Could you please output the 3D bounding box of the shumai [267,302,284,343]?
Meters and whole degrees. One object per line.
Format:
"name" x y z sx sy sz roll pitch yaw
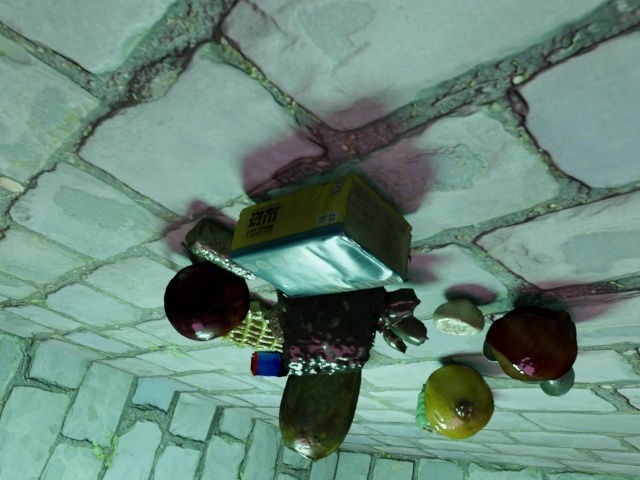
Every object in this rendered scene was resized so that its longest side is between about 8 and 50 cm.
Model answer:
"shumai" -0.056 0.198 1.315 0.146 0.145 0.116 -5 -176 30

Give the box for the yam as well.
"yam" -0.195 0.023 1.076 0.179 0.078 0.078 33 146 -32

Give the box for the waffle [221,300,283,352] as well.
"waffle" -0.213 0.256 1.516 0.317 0.073 0.297 -10 144 32

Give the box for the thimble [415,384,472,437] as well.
"thimble" 0.443 0.593 1.769 0.219 0.150 0.219 11 151 6

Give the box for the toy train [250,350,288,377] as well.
"toy train" -0.153 0.408 1.693 0.131 0.082 0.204 -1 169 18

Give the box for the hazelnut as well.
"hazelnut" 0.454 0.220 1.089 0.170 0.160 0.202 -13 169 31

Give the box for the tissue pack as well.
"tissue pack" 0.000 0.000 0.888 0.271 0.133 0.192 -13 142 39

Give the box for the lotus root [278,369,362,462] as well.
"lotus root" -0.006 0.520 1.638 0.251 0.345 0.250 17 156 8

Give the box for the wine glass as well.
"wine glass" 0.509 0.297 1.251 0.231 0.103 0.103 31 147 -23

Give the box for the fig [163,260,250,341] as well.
"fig" -0.299 0.129 1.209 0.250 0.204 0.186 17 117 22

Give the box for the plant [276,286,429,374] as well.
"plant" 0.066 0.170 1.089 0.313 0.212 0.215 -9 157 -6

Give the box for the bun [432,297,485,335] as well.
"bun" 0.306 0.166 1.132 0.115 0.069 0.115 10 150 6

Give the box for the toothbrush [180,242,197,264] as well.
"toothbrush" -0.310 0.056 1.246 0.013 0.019 0.193 8 150 10

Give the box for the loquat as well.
"loquat" 0.401 0.469 1.478 0.214 0.213 0.246 10 174 7
